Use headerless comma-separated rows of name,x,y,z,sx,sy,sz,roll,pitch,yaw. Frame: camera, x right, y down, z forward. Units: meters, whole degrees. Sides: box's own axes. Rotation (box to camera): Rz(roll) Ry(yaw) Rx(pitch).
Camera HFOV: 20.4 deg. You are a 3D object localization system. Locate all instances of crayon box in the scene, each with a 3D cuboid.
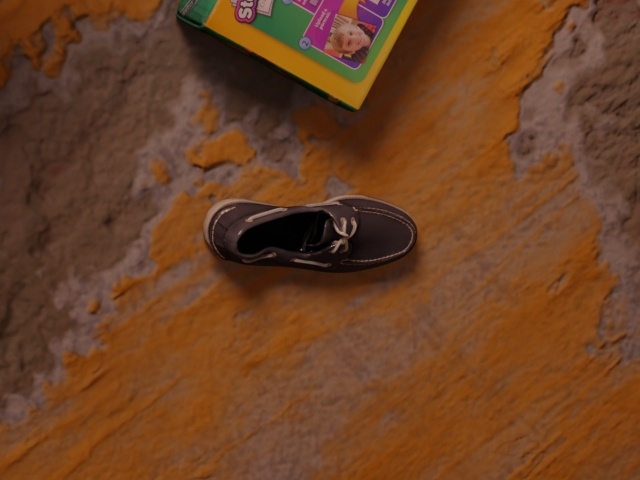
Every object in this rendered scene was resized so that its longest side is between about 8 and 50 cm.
crayon box,0.018,-0.270,1.511,0.165,0.081,0.278,27,95,-27

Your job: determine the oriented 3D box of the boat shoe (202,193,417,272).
boat shoe,0.000,0.000,1.595,0.206,0.065,0.075,2,105,-23
